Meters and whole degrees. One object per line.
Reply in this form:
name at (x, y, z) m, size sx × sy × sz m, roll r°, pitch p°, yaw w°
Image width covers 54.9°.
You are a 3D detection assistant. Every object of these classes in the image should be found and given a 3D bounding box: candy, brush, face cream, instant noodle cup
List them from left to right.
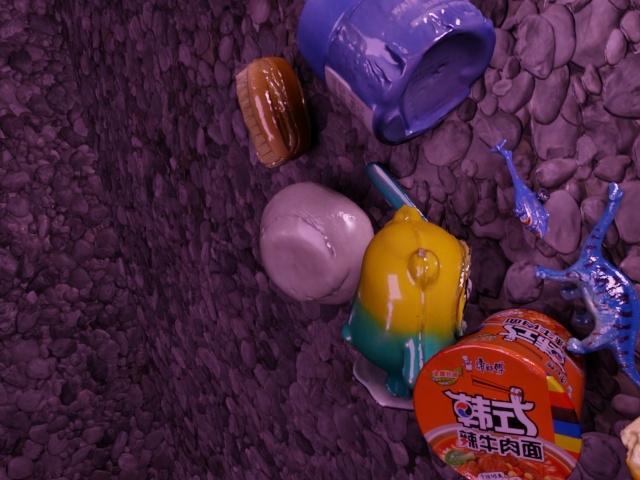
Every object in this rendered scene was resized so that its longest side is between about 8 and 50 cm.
candy at (0.000, 0.000, 1.324) m, size 0.295 × 0.185 × 0.296 m, roll 15°, pitch 118°, yaw 32°
face cream at (0.122, -0.309, 0.982) m, size 0.225 × 0.249 × 0.249 m, roll 51°, pitch 139°, yaw 19°
brush at (0.160, -0.082, 1.210) m, size 0.193 × 0.032 × 0.043 m, roll 49°, pitch 135°, yaw 11°
instant noodle cup at (0.298, 0.235, 0.966) m, size 0.250 × 0.192 × 0.251 m, roll 13°, pitch 115°, yaw 31°

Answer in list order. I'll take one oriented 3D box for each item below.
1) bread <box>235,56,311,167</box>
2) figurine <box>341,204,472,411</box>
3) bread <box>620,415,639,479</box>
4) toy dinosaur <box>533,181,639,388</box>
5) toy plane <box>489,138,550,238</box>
bread at (-0.097, -0.288, 1.372) m, size 0.106 × 0.140 × 0.237 m, roll -12°, pitch 97°, yaw 51°
figurine at (0.154, 0.120, 1.118) m, size 0.324 × 0.231 × 0.340 m, roll -98°, pitch 8°, yaw -59°
bread at (0.488, 0.302, 0.727) m, size 0.198 × 0.263 × 0.236 m, roll 16°, pitch 117°, yaw 53°
toy dinosaur at (0.408, 0.090, 0.907) m, size 0.144 × 0.076 × 0.329 m, roll -17°, pitch 80°, yaw 48°
toy plane at (0.316, -0.079, 0.973) m, size 0.054 × 0.062 × 0.167 m, roll -41°, pitch 61°, yaw 52°
